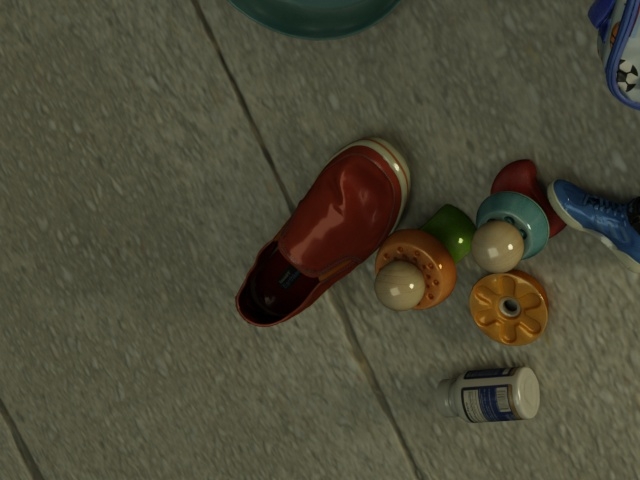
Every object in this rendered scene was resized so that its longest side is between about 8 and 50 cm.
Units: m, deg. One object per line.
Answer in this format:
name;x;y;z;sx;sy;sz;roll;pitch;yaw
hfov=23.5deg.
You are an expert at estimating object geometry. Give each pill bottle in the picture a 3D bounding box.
pill bottle;0.210;0.196;1.935;0.120;0.067;0.067;-8;112;31

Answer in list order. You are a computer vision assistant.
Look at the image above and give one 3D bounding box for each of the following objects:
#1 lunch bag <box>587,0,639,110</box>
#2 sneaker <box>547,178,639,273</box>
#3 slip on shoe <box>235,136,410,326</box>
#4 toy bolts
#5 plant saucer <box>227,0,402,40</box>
lunch bag;0.400;-0.251;1.502;0.243;0.115;0.303;8;124;-7
sneaker;0.336;-0.034;1.743;0.152;0.058;0.084;40;133;-2
slip on shoe;0.000;0.000;1.920;0.123;0.101;0.331;44;126;2
toy bolts;0.193;0.040;1.799;0.218;0.158;0.228;46;128;-1
plant saucer;-0.017;-0.385;1.752;0.317;0.044;0.318;12;121;22
